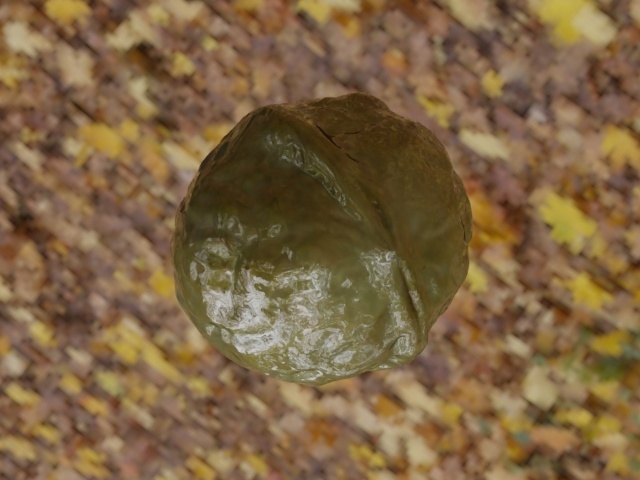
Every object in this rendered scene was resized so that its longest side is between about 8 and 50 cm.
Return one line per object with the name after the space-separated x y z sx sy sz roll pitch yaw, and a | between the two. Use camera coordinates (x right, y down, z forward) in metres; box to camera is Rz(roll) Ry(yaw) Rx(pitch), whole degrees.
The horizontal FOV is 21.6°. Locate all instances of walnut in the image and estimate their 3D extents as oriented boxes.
0.000 0.000 0.464 0.092 0.092 0.092 33 160 13 | walnut
